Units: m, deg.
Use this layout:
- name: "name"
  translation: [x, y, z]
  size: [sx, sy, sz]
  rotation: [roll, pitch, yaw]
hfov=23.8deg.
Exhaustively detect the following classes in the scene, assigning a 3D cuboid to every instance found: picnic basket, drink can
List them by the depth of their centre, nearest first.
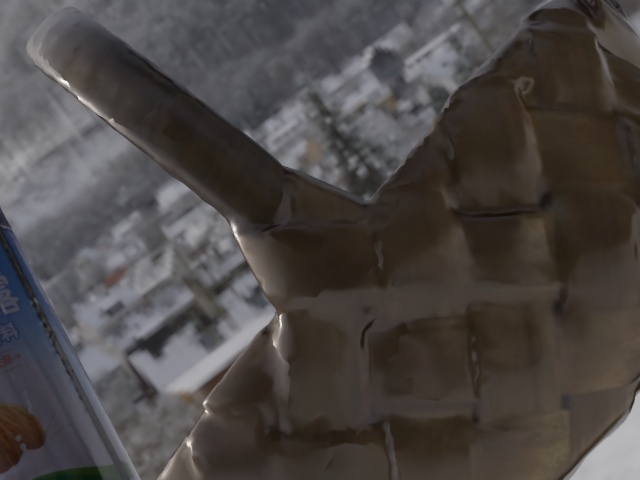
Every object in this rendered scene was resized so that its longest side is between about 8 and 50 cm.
- name: "picnic basket"
  translation: [0.000, 0.000, 0.704]
  size: [0.337, 0.337, 0.293]
  rotation: [-36, -7, 3]
- name: "drink can"
  translation: [-0.184, 0.082, 0.870]
  size: [0.097, 0.235, 0.097]
  rotation: [-28, -11, -6]
